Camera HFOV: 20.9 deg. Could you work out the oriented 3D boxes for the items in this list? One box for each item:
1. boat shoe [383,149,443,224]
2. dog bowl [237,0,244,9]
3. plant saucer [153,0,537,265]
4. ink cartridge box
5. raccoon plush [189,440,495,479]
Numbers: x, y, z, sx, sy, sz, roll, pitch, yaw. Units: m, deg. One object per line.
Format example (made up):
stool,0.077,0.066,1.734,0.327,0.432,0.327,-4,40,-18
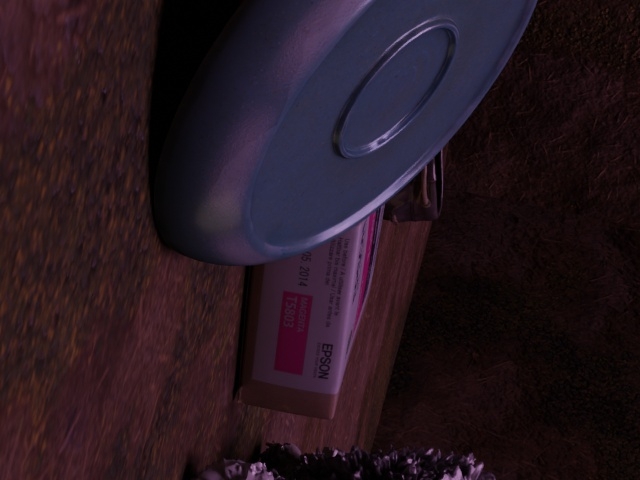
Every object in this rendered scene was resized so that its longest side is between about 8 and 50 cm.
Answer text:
boat shoe,0.114,-0.184,1.922,0.132,0.130,0.355,-65,166,-65
dog bowl,0.028,-0.241,1.184,0.349,0.102,0.348,11,90,-84
plant saucer,0.034,-0.099,1.023,0.317,0.044,0.317,-40,160,-18
ink cartridge box,0.000,0.000,1.449,0.193,0.088,0.234,-72,172,-53
raccoon plush,-0.033,0.226,1.512,0.446,0.299,0.216,47,65,-43
